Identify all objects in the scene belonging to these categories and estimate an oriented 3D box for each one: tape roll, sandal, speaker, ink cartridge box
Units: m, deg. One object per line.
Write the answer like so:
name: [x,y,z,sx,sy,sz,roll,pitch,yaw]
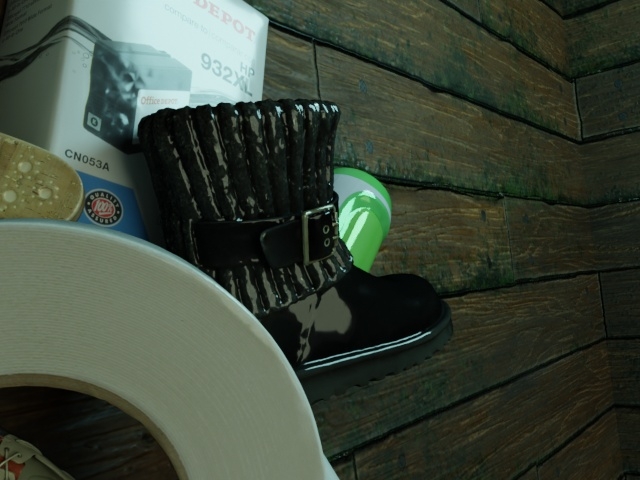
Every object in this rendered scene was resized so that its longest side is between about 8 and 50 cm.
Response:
tape roll: [-0.188,0.177,0.416,0.392,0.072,0.392,-2,95,-17]
sandal: [-0.274,-0.065,0.417,0.240,0.079,0.088,15,73,-11]
speaker: [-0.006,0.044,0.809,0.131,0.131,0.296,55,44,-30]
ink cartridge box: [-0.175,-0.108,0.616,0.223,0.129,0.307,20,68,-48]

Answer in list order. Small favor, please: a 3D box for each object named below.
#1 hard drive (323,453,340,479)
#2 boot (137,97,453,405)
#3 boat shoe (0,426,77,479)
hard drive: [0.003,0.451,0.800,0.233,0.047,0.353,-52,122,-44]
boot: [0.003,0.000,0.611,0.348,0.131,0.260,-9,93,-51]
boat shoe: [-0.249,0.187,0.532,0.137,0.043,0.049,51,49,-32]
